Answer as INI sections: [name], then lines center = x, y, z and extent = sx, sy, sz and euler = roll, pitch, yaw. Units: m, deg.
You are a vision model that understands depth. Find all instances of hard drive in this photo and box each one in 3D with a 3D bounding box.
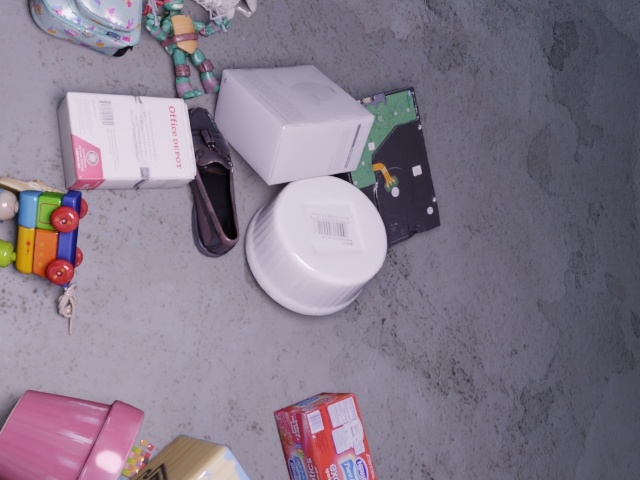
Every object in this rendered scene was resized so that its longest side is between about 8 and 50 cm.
[hard drive]
center = 0.142, -0.160, 1.520
extent = 0.237, 0.064, 0.338
euler = -22, 106, -30

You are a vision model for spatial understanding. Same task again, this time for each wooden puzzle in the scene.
[wooden puzzle]
center = -0.325, 0.383, 1.156
extent = 0.049, 0.006, 0.083
euler = 35, 62, -24

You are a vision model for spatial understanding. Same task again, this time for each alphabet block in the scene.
[alphabet block]
center = -0.219, 0.462, 1.094
extent = 0.197, 0.193, 0.192
euler = -40, 104, -34

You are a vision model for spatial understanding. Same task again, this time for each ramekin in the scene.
[ramekin]
center = 0.000, 0.000, 1.348
extent = 0.277, 0.135, 0.277
euler = 13, 58, -22

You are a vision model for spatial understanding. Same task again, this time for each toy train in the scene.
[toy train]
center = -0.469, 0.036, 1.087
extent = 0.143, 0.105, 0.248
euler = 8, 104, -12

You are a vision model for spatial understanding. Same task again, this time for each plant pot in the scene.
[plant pot]
center = -0.394, 0.322, 1.020
extent = 0.180, 0.201, 0.201
euler = 26, 65, -10

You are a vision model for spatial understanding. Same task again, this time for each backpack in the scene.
[backpack]
center = -0.415, -0.436, 1.196
extent = 0.188, 0.144, 0.165
euler = 9, 80, -30

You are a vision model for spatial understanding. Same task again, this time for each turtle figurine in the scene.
[turtle figurine]
center = -0.262, -0.402, 1.311
extent = 0.175, 0.118, 0.234
euler = -22, 106, -27

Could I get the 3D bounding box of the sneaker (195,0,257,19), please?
[sneaker]
center = -0.227, -0.514, 1.368
extent = 0.262, 0.099, 0.121
euler = -17, 97, -41

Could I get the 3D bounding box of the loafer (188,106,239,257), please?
[loafer]
center = -0.205, -0.122, 1.298
extent = 0.109, 0.095, 0.302
euler = -6, 83, -36

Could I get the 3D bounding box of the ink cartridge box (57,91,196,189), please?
[ink cartridge box]
center = -0.350, -0.177, 1.212
extent = 0.218, 0.092, 0.158
euler = -5, 82, -34

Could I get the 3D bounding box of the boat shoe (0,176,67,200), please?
[boat shoe]
center = -0.480, -0.078, 1.130
extent = 0.135, 0.050, 0.045
euler = 25, 52, -30

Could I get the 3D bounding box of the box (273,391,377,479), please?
[box]
center = 0.017, 0.440, 1.310
extent = 0.128, 0.123, 0.256
euler = -13, 87, -36

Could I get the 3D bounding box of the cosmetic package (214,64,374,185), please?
[cosmetic package]
center = -0.059, -0.238, 1.339
extent = 0.225, 0.138, 0.224
euler = -12, 46, -37
